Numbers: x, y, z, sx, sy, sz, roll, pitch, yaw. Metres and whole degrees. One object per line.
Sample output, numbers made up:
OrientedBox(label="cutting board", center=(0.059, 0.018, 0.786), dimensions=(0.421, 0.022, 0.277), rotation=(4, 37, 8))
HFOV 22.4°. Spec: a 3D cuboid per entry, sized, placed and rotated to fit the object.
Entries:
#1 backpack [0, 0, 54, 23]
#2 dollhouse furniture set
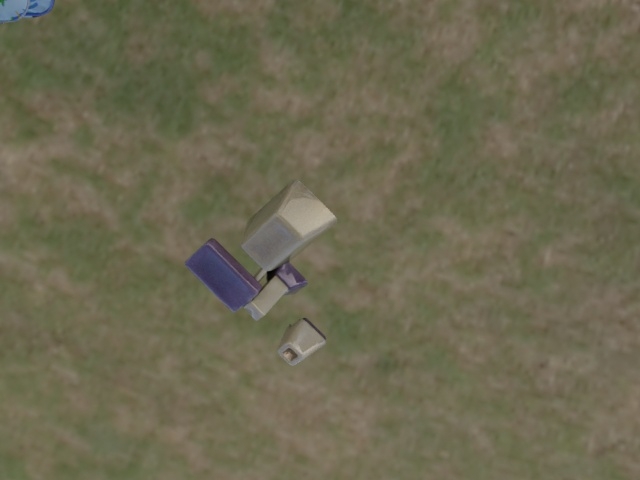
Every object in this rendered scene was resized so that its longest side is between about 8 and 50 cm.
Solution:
OrientedBox(label="backpack", center=(-0.209, -0.178, 0.924), dimensions=(0.114, 0.084, 0.105), rotation=(2, 119, 0))
OrientedBox(label="dollhouse furniture set", center=(0.000, 0.000, 0.905), dimensions=(0.091, 0.081, 0.114), rotation=(45, 145, -4))
